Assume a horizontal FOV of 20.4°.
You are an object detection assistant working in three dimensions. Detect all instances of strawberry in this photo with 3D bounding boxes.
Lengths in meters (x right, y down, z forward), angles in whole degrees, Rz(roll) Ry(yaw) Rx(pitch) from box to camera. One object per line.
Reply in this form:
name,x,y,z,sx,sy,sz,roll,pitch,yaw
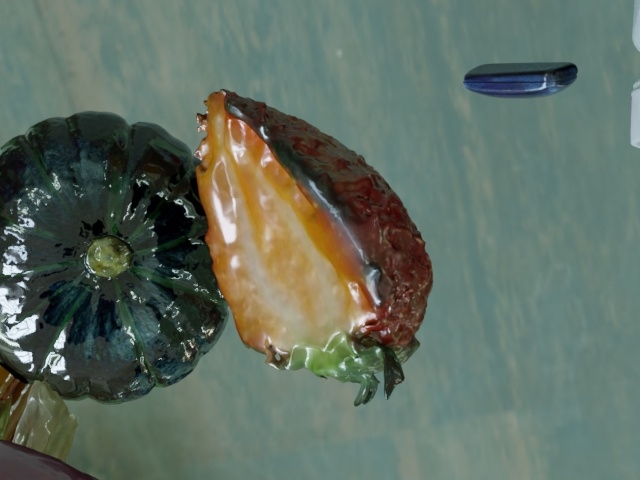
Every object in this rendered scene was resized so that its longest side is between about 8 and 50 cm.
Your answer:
strawberry,0.001,0.004,1.030,0.085,0.192,0.140,-17,134,-41

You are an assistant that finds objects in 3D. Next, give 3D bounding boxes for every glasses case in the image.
glasses case,0.137,-0.110,1.232,0.083,0.033,0.023,2,112,42

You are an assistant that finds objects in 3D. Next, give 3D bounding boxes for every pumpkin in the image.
pumpkin,-0.146,0.012,1.169,0.194,0.194,0.150,23,156,-20

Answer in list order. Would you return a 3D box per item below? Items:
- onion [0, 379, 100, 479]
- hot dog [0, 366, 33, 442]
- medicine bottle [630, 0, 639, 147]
onion,-0.169,0.236,0.690,0.358,0.345,0.358,0,90,-1
hot dog,-0.257,0.153,1.350,0.062,0.235,0.092,11,150,29
medicine bottle,0.278,-0.210,1.248,0.111,0.296,0.161,1,178,27
